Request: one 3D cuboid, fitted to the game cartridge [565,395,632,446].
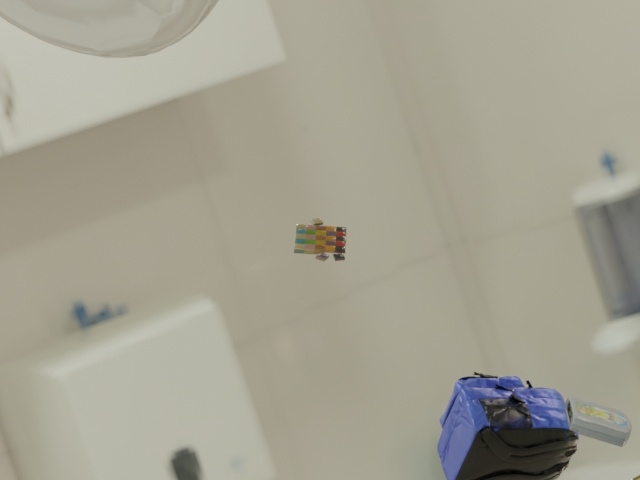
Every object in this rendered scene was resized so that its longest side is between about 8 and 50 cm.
[{"bbox_3d":[0.242,0.157,1.620,0.056,0.017,0.083,20,10,0],"label":"game cartridge"}]

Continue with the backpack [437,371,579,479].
[{"bbox_3d":[0.182,0.179,1.785,0.120,0.101,0.098,3,-44,-18],"label":"backpack"}]

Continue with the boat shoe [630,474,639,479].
[{"bbox_3d":[0.324,0.234,1.520,0.223,0.073,0.080,12,-55,-40],"label":"boat shoe"}]

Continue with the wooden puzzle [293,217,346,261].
[{"bbox_3d":[0.000,0.000,1.790,0.049,0.006,0.083,3,28,1],"label":"wooden puzzle"}]

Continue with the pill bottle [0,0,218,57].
[{"bbox_3d":[-0.069,-0.312,1.129,0.224,0.224,0.392,-13,34,45],"label":"pill bottle"}]
